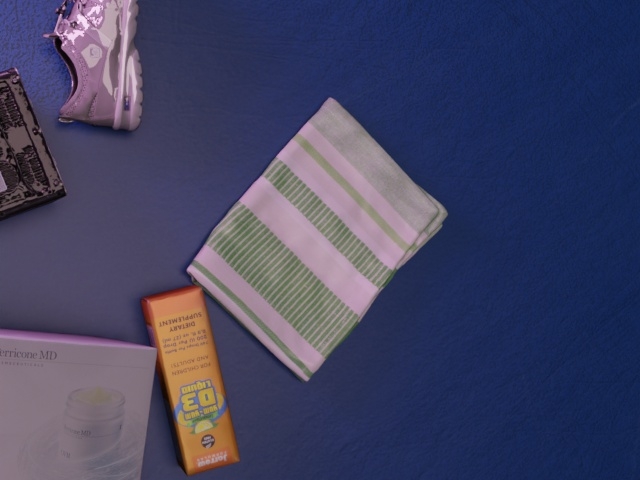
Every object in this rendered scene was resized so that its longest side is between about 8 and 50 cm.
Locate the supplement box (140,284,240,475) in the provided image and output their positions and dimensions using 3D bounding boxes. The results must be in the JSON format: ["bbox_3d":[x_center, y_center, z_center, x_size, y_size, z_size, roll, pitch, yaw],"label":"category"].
[{"bbox_3d":[-0.168,0.179,1.243,0.078,0.080,0.233,-14,95,-17],"label":"supplement box"}]

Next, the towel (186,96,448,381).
[{"bbox_3d":[0.000,0.000,1.332,0.248,0.038,0.325,44,75,-12],"label":"towel"}]

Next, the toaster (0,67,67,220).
[{"bbox_3d":[-0.417,-0.095,1.149,0.186,0.110,0.168,-23,95,-19],"label":"toaster"}]

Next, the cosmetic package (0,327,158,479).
[{"bbox_3d":[-0.328,0.220,1.113,0.224,0.138,0.224,11,82,-43],"label":"cosmetic package"}]

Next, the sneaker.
[{"bbox_3d":[-0.289,-0.277,1.205,0.115,0.105,0.281,-5,90,-20],"label":"sneaker"}]
